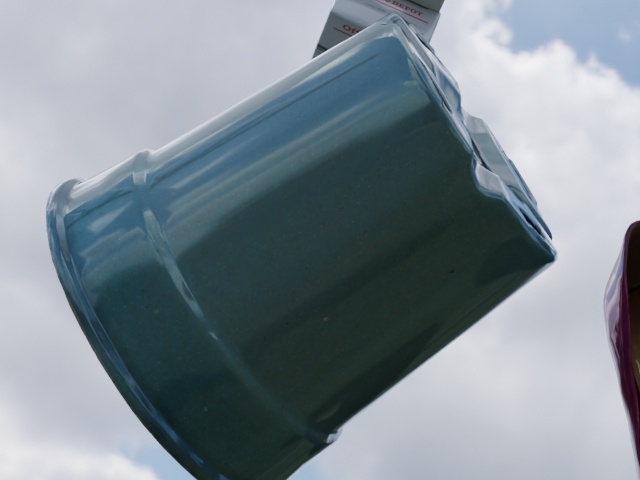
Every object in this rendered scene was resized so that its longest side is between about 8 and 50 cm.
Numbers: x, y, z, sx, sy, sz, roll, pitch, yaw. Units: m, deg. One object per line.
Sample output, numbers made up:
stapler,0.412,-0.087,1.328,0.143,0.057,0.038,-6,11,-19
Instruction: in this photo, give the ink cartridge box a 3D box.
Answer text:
ink cartridge box,0.051,-0.196,1.497,0.104,0.060,0.180,23,-34,-1

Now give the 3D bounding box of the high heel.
high heel,0.307,0.153,1.248,0.127,0.377,0.181,-19,-55,4

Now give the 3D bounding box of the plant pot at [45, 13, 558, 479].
plant pot,0.000,0.000,1.292,0.334,0.341,0.341,-34,-48,13
